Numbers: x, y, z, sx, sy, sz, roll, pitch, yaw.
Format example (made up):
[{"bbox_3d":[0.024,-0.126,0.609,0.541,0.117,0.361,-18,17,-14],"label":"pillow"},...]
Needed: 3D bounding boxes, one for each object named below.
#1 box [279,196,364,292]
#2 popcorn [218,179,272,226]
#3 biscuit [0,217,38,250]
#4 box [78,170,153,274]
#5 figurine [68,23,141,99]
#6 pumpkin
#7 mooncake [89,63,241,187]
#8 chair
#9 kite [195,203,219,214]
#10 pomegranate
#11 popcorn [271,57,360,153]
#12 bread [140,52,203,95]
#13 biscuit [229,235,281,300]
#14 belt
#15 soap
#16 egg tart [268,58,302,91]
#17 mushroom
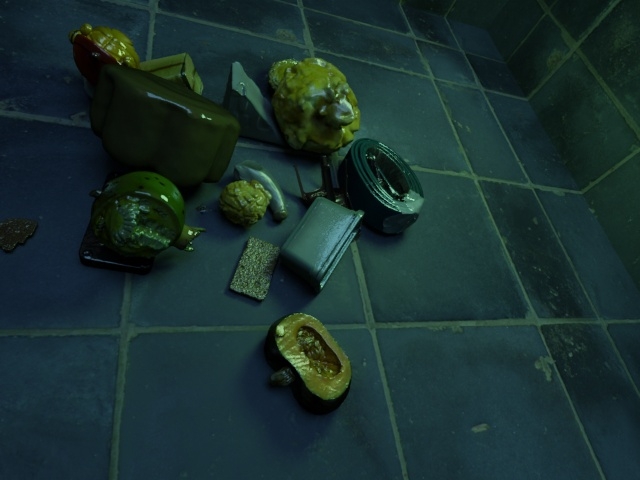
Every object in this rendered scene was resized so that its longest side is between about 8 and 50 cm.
[{"bbox_3d":[0.000,0.000,1.501,0.182,0.175,0.312,31,71,10],"label":"box"},{"bbox_3d":[-0.269,-0.138,1.518,0.180,0.180,0.170,59,21,20],"label":"popcorn"},{"bbox_3d":[-0.900,-0.024,1.252,0.130,0.019,0.119,-29,72,-35],"label":"biscuit"},{"bbox_3d":[-0.620,-0.063,1.378,0.211,0.058,0.350,12,55,-18],"label":"box"},{"bbox_3d":[-0.761,-0.622,1.515,0.320,0.323,0.196,34,65,-16],"label":"figurine"},{"bbox_3d":[-0.050,0.376,1.283,0.221,0.139,0.317,-27,74,-38],"label":"pumpkin"},{"bbox_3d":[-0.507,-0.379,1.413,0.466,0.262,0.467,26,19,-9],"label":"mooncake"},{"bbox_3d":[0.036,-0.157,1.695,0.175,0.183,0.327,-24,115,-35],"label":"chair"},{"bbox_3d":[-0.410,-0.107,1.534,0.078,0.002,0.044,25,52,-6],"label":"kite"},{"bbox_3d":[-0.497,-0.060,1.252,0.340,0.260,0.261,32,42,-44],"label":"pomegranate"},{"bbox_3d":[-0.018,-0.551,1.807,0.344,0.354,0.390,-29,59,7],"label":"popcorn"},{"bbox_3d":[-0.644,-0.652,1.779,0.263,0.163,0.168,-7,57,9],"label":"bread"},{"bbox_3d":[-0.221,0.096,1.465,0.131,0.025,0.231,22,52,-7],"label":"biscuit"},{"bbox_3d":[0.258,-0.238,1.808,0.300,0.173,0.437,-9,62,-31],"label":"belt"},{"bbox_3d":[-0.249,-0.548,1.742,0.302,0.258,0.159,8,54,-20],"label":"soap"},{"bbox_3d":[-0.122,-0.740,2.017,0.288,0.118,0.288,12,55,-18],"label":"egg tart"},{"bbox_3d":[-0.208,-0.194,1.622,0.270,0.103,0.118,45,52,3],"label":"mushroom"}]
